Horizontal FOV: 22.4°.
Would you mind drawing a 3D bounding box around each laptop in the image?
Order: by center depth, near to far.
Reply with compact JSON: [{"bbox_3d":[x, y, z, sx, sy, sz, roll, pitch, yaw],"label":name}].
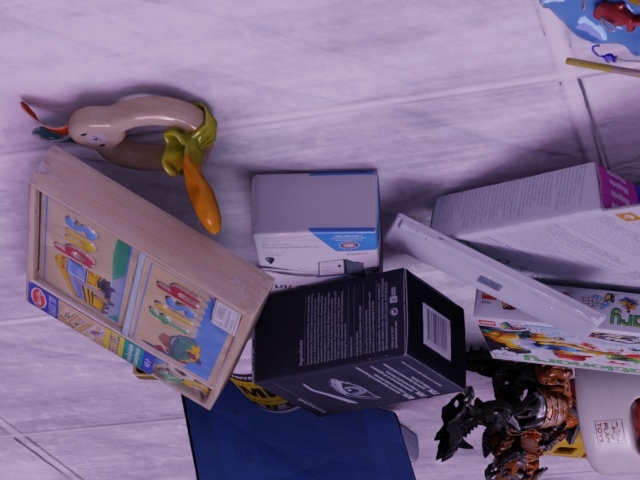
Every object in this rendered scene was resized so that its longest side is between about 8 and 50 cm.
[{"bbox_3d":[0.048,0.282,2.130,0.382,0.236,0.408,17,161,-29],"label":"laptop"}]

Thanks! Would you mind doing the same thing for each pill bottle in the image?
[{"bbox_3d":[-0.077,0.131,2.056,0.119,0.119,0.208,-8,152,16],"label":"pill bottle"}]

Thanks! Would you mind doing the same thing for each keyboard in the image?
[{"bbox_3d":[0.192,0.042,1.800,0.256,0.014,0.072,27,158,0],"label":"keyboard"}]

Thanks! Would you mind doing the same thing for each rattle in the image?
[{"bbox_3d":[-0.207,-0.073,1.649,0.200,0.142,0.130,2,171,-15],"label":"rattle"}]

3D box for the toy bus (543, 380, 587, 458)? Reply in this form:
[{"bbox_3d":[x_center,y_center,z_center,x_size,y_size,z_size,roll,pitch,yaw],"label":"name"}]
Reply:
[{"bbox_3d":[0.407,0.271,2.327,0.202,0.104,0.191,-15,149,29],"label":"toy bus"}]

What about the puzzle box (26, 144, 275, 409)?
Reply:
[{"bbox_3d":[-0.205,0.056,1.812,0.272,0.052,0.409,31,158,2],"label":"puzzle box"}]

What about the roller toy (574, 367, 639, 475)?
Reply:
[{"bbox_3d":[0.406,0.208,2.108,0.146,0.191,0.209,-7,152,18],"label":"roller toy"}]

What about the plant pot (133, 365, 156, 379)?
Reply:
[{"bbox_3d":[-0.205,0.150,2.145,0.082,0.081,0.083,3,163,-4],"label":"plant pot"}]

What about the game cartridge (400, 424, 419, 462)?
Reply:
[{"bbox_3d":[0.001,0.300,2.459,0.294,0.060,0.196,24,141,-37],"label":"game cartridge"}]

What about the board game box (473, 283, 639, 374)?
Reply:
[{"bbox_3d":[0.345,0.110,1.916,0.305,0.053,0.193,6,163,15],"label":"board game box"}]

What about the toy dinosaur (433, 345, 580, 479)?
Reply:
[{"bbox_3d":[0.262,0.208,2.182,0.219,0.164,0.321,4,110,-10],"label":"toy dinosaur"}]

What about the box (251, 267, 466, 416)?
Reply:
[{"bbox_3d":[0.045,0.122,1.869,0.207,0.108,0.153,-12,154,28],"label":"box"}]

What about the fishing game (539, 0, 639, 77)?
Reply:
[{"bbox_3d":[0.270,-0.218,1.404,0.189,0.041,0.264,14,150,11],"label":"fishing game"}]

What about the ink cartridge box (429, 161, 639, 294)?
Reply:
[{"bbox_3d":[0.347,0.006,1.785,0.324,0.071,0.330,24,157,-36],"label":"ink cartridge box"}]

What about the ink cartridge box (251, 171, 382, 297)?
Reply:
[{"bbox_3d":[0.000,0.000,1.838,0.140,0.082,0.190,-1,152,4],"label":"ink cartridge box"}]
